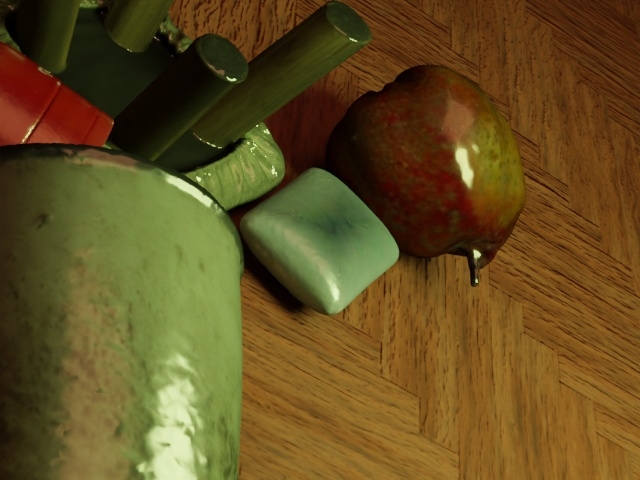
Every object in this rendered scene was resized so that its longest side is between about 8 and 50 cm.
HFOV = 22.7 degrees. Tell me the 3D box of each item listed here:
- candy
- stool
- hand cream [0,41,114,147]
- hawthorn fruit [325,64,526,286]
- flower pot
[{"bbox_3d":[0.000,0.000,1.641,0.138,0.071,0.174,45,32,4],"label":"candy"},{"bbox_3d":[-0.151,-0.194,1.561,0.310,0.226,0.310,50,35,10],"label":"stool"},{"bbox_3d":[-0.271,-0.058,1.314,0.125,0.193,0.193,36,34,-15],"label":"hand cream"},{"bbox_3d":[0.124,-0.064,1.752,0.208,0.208,0.248,-20,83,-54],"label":"hawthorn fruit"},{"bbox_3d":[-0.187,0.148,1.105,0.293,0.293,0.330,19,48,-33],"label":"flower pot"}]
